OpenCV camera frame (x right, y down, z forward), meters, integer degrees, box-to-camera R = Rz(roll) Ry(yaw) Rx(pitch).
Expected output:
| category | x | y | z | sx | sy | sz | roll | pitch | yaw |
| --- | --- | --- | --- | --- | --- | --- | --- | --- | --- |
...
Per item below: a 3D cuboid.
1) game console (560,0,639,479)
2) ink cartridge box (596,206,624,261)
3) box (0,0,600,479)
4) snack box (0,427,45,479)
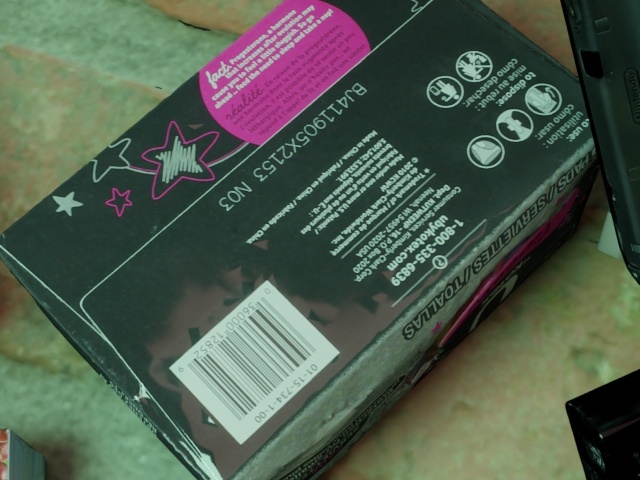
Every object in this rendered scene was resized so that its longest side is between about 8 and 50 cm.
| category | x | y | z | sx | sy | sz | roll | pitch | yaw |
| --- | --- | --- | --- | --- | --- | --- | --- | --- | --- |
| game console | 0.194 | -0.007 | 0.477 | 0.213 | 0.361 | 0.044 | -22 | 22 | -7 |
| ink cartridge box | 0.189 | -0.052 | 0.573 | 0.056 | 0.135 | 0.099 | 21 | 68 | 15 |
| box | 0.000 | 0.000 | 0.557 | 0.247 | 0.142 | 0.163 | -42 | 71 | -13 |
| snack box | -0.238 | 0.189 | 0.524 | 0.207 | 0.070 | 0.174 | -6 | 67 | 2 |
